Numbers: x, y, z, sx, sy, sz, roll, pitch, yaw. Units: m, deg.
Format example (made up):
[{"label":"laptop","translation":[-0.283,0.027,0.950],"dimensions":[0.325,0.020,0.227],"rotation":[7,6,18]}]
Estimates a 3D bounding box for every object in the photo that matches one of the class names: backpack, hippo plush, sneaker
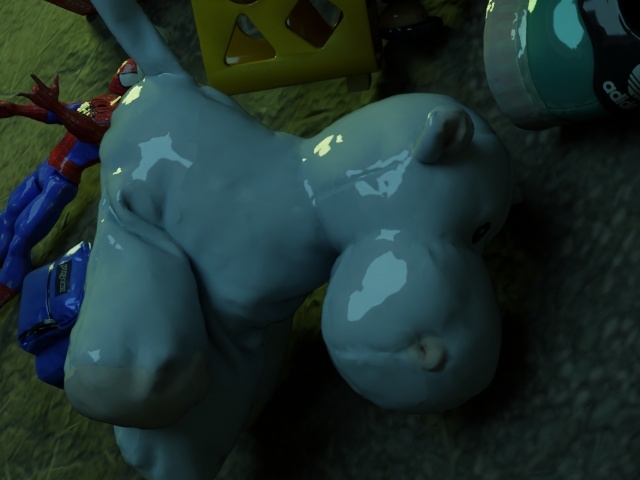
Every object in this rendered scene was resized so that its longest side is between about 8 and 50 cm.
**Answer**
[{"label":"backpack","translation":[-0.148,0.050,0.970],"dimensions":[0.120,0.101,0.098],"rotation":[-24,56,31]},{"label":"hippo plush","translation":[0.000,0.000,0.804],"dimensions":[0.236,0.234,0.294],"rotation":[-3,76,12]},{"label":"sneaker","translation":[0.182,-0.209,0.788],"dimensions":[0.121,0.108,0.302],"rotation":[-5,70,45]}]

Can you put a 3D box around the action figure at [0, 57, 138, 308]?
[{"label":"action figure","translation":[-0.252,-0.057,1.129],"dimensions":[0.280,0.139,0.091],"rotation":[-47,41,10]}]

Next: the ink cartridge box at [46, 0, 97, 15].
[{"label":"ink cartridge box","translation":[-0.164,-0.310,1.211],"dimensions":[0.237,0.100,0.172],"rotation":[-3,73,46]}]

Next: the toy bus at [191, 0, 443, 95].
[{"label":"toy bus","translation":[0.013,-0.154,0.925],"dimensions":[0.202,0.191,0.104],"rotation":[13,118,51]}]
